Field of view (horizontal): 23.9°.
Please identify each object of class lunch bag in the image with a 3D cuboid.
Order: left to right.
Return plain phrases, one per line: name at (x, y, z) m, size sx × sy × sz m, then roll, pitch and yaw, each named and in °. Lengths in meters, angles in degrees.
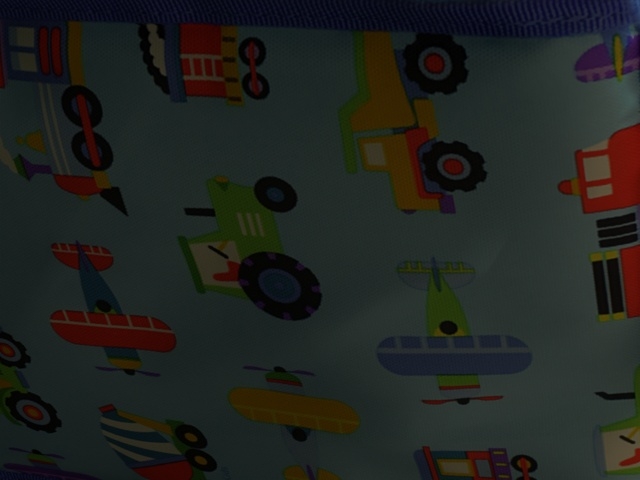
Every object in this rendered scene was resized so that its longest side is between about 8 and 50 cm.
lunch bag at (0.000, 0.000, 0.483) m, size 0.138 × 0.293 × 0.221 m, roll -47°, pitch 138°, yaw -38°
